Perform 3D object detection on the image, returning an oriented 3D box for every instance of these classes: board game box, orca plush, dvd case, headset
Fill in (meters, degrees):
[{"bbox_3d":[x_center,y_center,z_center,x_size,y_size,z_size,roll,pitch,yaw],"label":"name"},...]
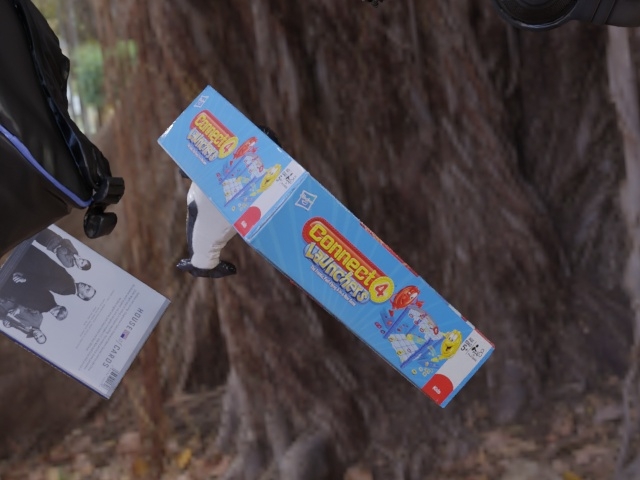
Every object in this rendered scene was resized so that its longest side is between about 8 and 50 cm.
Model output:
[{"bbox_3d":[0.000,0.000,1.378,0.086,0.302,0.308,-47,32,1],"label":"board game box"},{"bbox_3d":[-0.105,-0.063,1.754,0.151,0.287,0.102,18,46,9],"label":"orca plush"},{"bbox_3d":[-0.368,0.099,1.950,0.239,0.179,0.029,34,-21,-8],"label":"dvd case"},{"bbox_3d":[0.261,-0.352,1.750,0.394,0.185,0.243,11,31,-16],"label":"headset"}]

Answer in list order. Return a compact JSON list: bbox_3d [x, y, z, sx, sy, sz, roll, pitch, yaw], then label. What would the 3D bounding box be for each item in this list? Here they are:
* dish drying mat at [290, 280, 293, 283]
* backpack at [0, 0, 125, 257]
[{"bbox_3d":[-0.014,0.063,1.863,0.008,0.032,0.083,-37,-47,26],"label":"dish drying mat"},{"bbox_3d":[-0.305,-0.133,1.024,0.213,0.276,0.263,-23,44,10],"label":"backpack"}]
